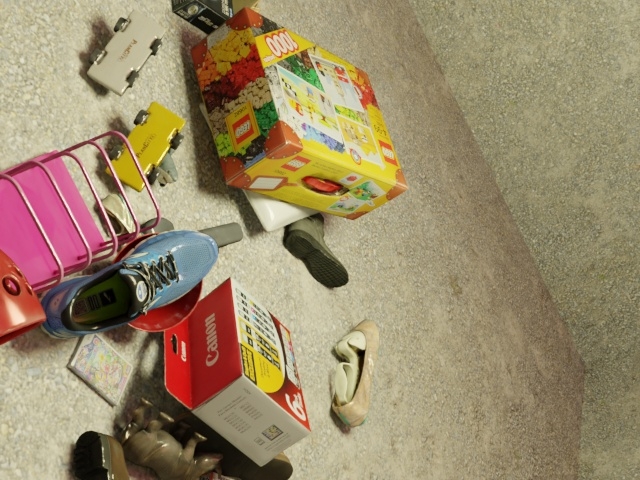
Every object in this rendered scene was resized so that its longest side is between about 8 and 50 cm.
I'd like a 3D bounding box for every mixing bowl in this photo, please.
[{"bbox_3d":[-0.320,0.075,1.582,0.181,0.098,0.181,-1,93,-30],"label":"mixing bowl"}]

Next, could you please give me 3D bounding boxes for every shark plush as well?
[{"bbox_3d":[-0.321,-0.183,1.796,0.073,0.067,0.161,44,38,-39],"label":"shark plush"}]

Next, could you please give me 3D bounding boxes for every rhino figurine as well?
[{"bbox_3d":[-0.262,0.383,1.538,0.106,0.073,0.243,-54,129,-8],"label":"rhino figurine"}]

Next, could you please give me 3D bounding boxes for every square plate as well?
[{"bbox_3d":[-0.118,-0.211,2.131,0.347,0.049,0.344,62,30,2],"label":"square plate"}]

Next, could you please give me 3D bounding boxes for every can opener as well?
[{"bbox_3d":[-0.267,-0.018,1.785,0.283,0.076,0.095,-19,91,-62],"label":"can opener"}]

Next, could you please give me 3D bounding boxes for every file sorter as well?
[{"bbox_3d":[-0.432,-0.045,1.406,0.202,0.182,0.290,65,29,-11],"label":"file sorter"}]

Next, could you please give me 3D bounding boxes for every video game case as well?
[{"bbox_3d":[-0.386,0.223,1.503,0.122,0.011,0.087,51,35,-31],"label":"video game case"}]

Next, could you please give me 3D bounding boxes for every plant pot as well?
[{"bbox_3d":[-0.512,0.079,1.197,0.174,0.191,0.191,62,29,0],"label":"plant pot"}]

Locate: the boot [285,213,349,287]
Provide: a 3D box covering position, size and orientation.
[{"bbox_3d":[0.000,0.000,2.232,0.246,0.083,0.161,47,33,-35],"label":"boot"}]

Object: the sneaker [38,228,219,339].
[{"bbox_3d":[-0.307,0.081,1.448,0.330,0.147,0.130,-29,107,-29],"label":"sneaker"}]

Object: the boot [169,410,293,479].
[{"bbox_3d":[-0.189,0.396,1.689,0.305,0.112,0.115,37,13,-39],"label":"boot"}]

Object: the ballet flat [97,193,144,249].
[{"bbox_3d":[-0.373,-0.009,1.637,0.052,0.057,0.168,-36,103,-31],"label":"ballet flat"}]

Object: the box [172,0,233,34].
[{"bbox_3d":[-0.292,-0.620,2.094,0.147,0.077,0.180,23,54,-53],"label":"box"}]

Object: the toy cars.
[{"bbox_3d":[-0.378,-0.276,1.728,0.176,0.087,0.394,-8,76,-24],"label":"toy cars"}]

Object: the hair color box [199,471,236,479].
[{"bbox_3d":[-0.201,0.520,1.614,0.072,0.043,0.141,38,44,-44],"label":"hair color box"}]

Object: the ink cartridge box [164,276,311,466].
[{"bbox_3d":[-0.167,0.228,1.644,0.272,0.130,0.309,46,14,-31],"label":"ink cartridge box"}]

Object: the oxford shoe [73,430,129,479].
[{"bbox_3d":[-0.344,0.429,1.385,0.096,0.083,0.227,36,46,-56],"label":"oxford shoe"}]

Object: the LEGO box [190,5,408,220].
[{"bbox_3d":[-0.043,-0.287,2.065,0.500,0.193,0.372,13,54,-53],"label":"LEGO box"}]

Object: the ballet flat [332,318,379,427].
[{"bbox_3d":[0.085,0.317,2.172,0.106,0.107,0.316,39,40,-33],"label":"ballet flat"}]

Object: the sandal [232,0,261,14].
[{"bbox_3d":[-0.206,-0.598,2.260,0.079,0.088,0.240,87,17,-48],"label":"sandal"}]
